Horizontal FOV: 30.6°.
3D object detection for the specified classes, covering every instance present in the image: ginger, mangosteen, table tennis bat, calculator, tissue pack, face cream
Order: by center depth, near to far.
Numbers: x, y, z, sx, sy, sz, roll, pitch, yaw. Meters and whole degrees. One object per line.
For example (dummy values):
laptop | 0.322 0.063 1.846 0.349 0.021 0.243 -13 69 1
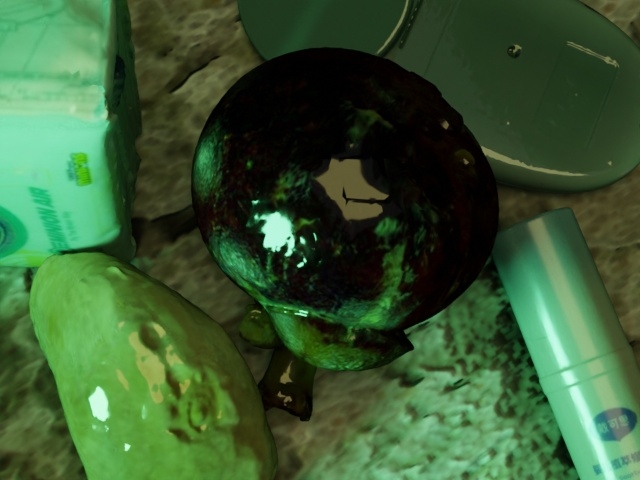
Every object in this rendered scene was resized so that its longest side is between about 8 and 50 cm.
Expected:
tissue pack | -0.325 -0.089 0.819 0.388 0.287 0.162 2 70 -5
ginger | -0.120 0.120 0.862 0.138 0.152 0.267 -24 84 -19
mangosteen | 0.000 0.000 0.880 0.231 0.231 0.289 28 109 2
face cream | 0.211 0.101 0.925 0.077 0.077 0.250 -19 79 -9
table tennis bat | -0.020 -0.246 0.995 0.153 0.040 0.244 -35 75 10
calculator | 0.145 -0.146 0.997 0.299 0.041 0.185 24 76 2
